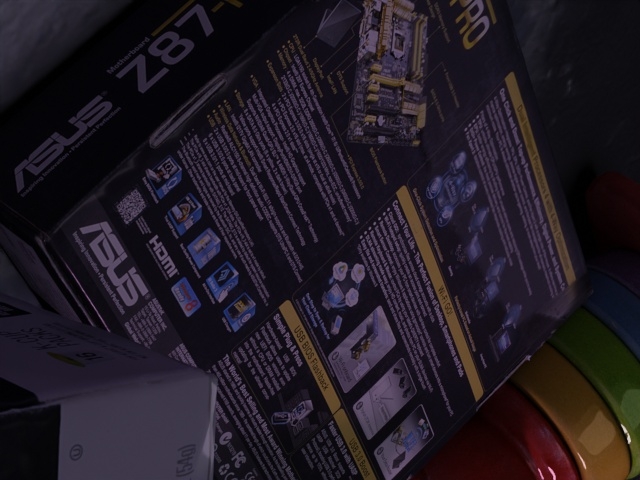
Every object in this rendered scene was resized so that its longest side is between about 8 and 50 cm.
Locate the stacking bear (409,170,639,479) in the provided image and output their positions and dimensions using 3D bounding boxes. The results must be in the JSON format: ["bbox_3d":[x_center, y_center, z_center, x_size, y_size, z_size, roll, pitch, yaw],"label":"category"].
[{"bbox_3d":[0.165,0.116,1.282,0.289,0.164,0.175,-38,137,-17],"label":"stacking bear"}]

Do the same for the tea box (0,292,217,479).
[{"bbox_3d":[-0.268,0.130,0.656,0.324,0.329,0.219,-8,107,-46],"label":"tea box"}]

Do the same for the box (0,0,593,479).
[{"bbox_3d":[0.000,0.000,1.071,0.318,0.097,0.395,-43,139,-15],"label":"box"}]
